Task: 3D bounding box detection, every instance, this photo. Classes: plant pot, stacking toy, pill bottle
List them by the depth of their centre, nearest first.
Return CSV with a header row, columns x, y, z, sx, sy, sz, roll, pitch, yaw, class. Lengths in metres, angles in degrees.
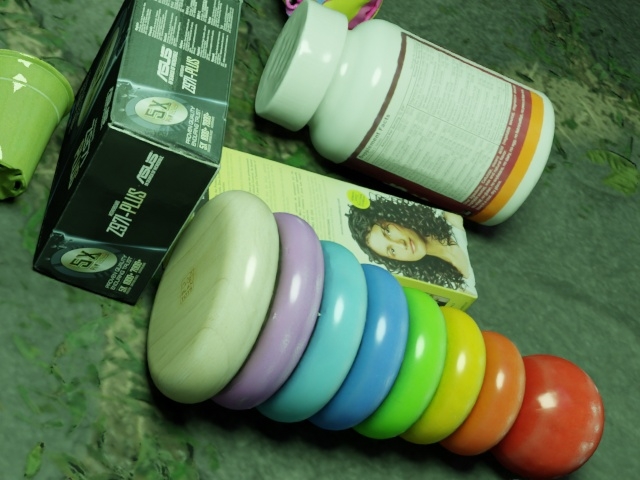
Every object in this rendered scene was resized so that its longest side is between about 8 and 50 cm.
x,y,z,sx,sy,sz,roll,pitch,yaw,class
0.057,0.082,0.974,0.330,0.141,0.141,20,43,-23,stacking toy
-0.216,-0.073,0.975,0.083,0.083,0.079,19,55,-19,plant pot
0.067,-0.104,1.159,0.221,0.121,0.121,22,42,-15,pill bottle

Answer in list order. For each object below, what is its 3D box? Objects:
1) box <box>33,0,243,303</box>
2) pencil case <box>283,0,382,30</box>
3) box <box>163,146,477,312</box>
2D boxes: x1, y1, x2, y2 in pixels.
x,y,z,sx,sy,sz,roll,pitch,yaw,class
-0.123,-0.075,0.979,0.077,0.147,0.180,21,43,-17,box
-0.027,-0.287,1.290,0.104,0.104,0.236,-4,53,-37,pencil case
0.000,0.000,1.062,0.232,0.058,0.087,14,45,-23,box
